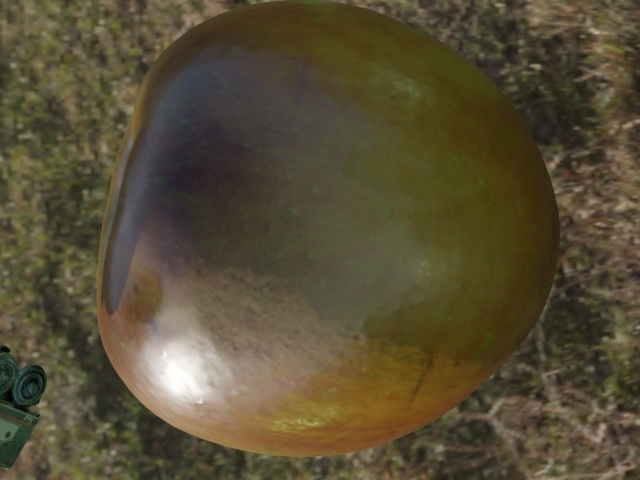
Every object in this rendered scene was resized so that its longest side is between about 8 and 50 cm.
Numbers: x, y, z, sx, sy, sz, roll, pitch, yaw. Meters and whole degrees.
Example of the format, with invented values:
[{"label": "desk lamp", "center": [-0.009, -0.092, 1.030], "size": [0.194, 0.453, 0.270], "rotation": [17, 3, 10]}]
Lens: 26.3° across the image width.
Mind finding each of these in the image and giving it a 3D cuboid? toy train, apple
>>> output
[{"label": "toy train", "center": [-0.160, 0.069, 0.620], "size": [0.033, 0.083, 0.053], "rotation": [25, 83, 33]}, {"label": "apple", "center": [0.000, 0.000, 0.672], "size": [0.237, 0.208, 0.236], "rotation": [-166, 90, -77]}]
